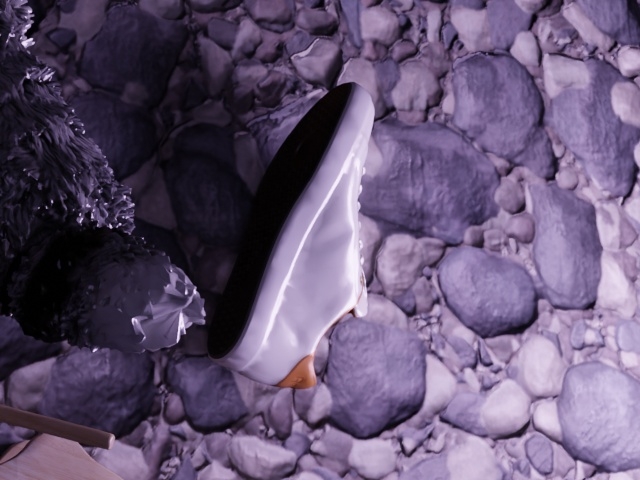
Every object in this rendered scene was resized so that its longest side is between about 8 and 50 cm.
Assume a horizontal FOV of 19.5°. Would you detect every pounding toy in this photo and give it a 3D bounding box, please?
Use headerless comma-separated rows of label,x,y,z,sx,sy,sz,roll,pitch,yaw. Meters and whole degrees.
pounding toy,-0.226,0.239,1.537,0.269,0.155,0.154,40,63,-14

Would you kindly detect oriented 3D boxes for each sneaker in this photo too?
sneaker,0.000,0.000,1.725,0.123,0.106,0.290,27,80,-26

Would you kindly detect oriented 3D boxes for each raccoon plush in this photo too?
raccoon plush,-0.228,-0.106,1.459,0.216,0.446,0.299,-22,111,-43
